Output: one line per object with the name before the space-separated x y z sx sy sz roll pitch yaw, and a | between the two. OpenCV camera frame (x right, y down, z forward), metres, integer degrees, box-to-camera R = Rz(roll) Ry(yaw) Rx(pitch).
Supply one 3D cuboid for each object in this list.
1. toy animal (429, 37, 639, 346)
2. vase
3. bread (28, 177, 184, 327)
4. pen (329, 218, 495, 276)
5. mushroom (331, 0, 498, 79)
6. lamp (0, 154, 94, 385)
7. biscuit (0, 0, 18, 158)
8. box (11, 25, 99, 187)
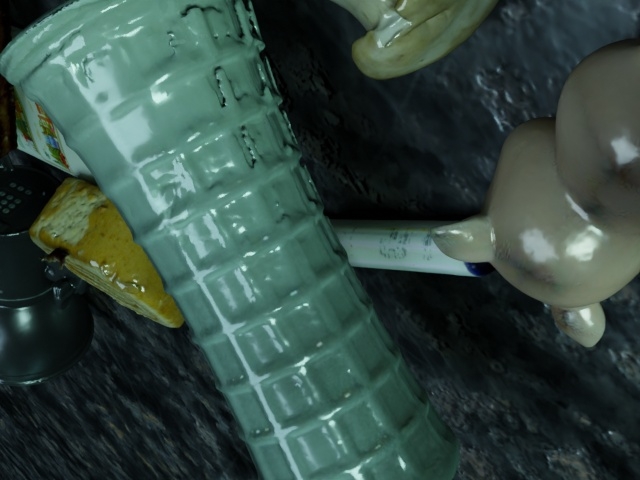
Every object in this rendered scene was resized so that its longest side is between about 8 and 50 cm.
toy animal | 0.110 -0.025 0.349 0.083 0.089 0.150 42 139 19
vase | -0.036 0.011 0.473 0.143 0.143 0.299 -19 101 56
bread | -0.159 0.015 0.706 0.149 0.073 0.122 19 161 42
pen | 0.000 0.000 0.558 0.269 0.033 0.033 2 125 50
mushroom | -0.022 -0.149 0.367 0.212 0.097 0.088 34 172 6
lamp | -0.291 0.021 0.863 0.172 0.147 0.227 26 135 12
biscuit | -0.272 -0.213 0.601 0.107 0.073 0.388 37 140 19
box | -0.223 -0.112 0.718 0.220 0.032 0.122 24 140 35
